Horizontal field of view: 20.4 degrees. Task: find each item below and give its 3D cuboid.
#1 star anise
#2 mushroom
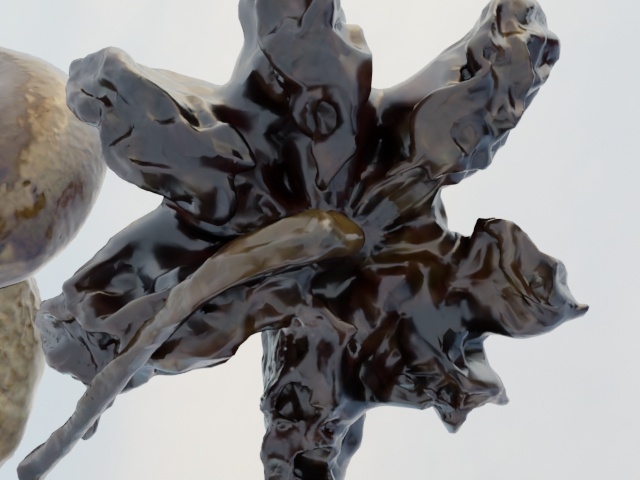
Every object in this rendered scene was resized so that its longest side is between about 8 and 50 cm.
[{"bbox_3d":[0.000,0.000,0.632,0.126,0.190,0.220,-140,-122,-76],"label":"star anise"},{"bbox_3d":[-0.255,-0.011,1.126,0.254,0.267,0.267,88,2,-57],"label":"mushroom"}]
